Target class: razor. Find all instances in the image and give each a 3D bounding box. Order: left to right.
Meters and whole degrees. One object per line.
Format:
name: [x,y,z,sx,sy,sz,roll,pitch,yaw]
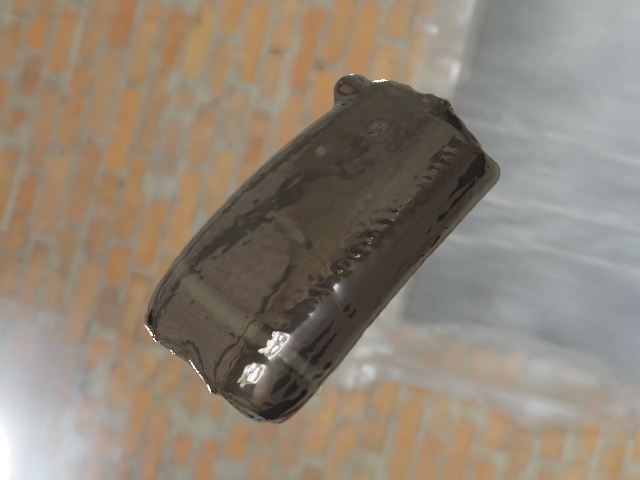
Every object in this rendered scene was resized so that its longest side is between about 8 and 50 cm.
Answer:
razor: [-0.001,0.000,1.776,0.349,0.204,0.113,-49,-40,-9]

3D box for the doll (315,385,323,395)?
doll: [-0.047,0.069,2.546,0.130,0.161,0.290,12,-117,-37]
